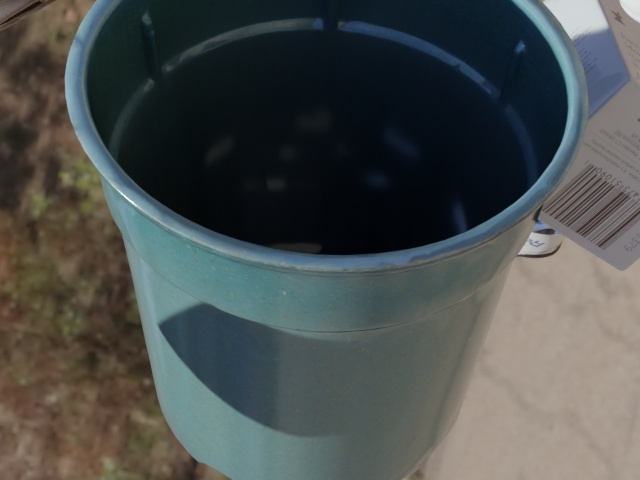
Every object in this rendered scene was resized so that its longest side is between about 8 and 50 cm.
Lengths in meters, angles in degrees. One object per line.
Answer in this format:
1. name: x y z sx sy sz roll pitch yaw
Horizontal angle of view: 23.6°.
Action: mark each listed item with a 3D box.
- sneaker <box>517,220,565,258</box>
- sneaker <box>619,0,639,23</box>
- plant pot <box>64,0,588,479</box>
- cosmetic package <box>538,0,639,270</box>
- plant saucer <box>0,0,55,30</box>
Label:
1. sneaker: 0.134 -0.069 1.589 0.127 0.315 0.182 -51 -12 -27
2. sneaker: 0.224 -0.173 0.891 0.212 0.094 0.080 10 78 67
3. plant pot: 0.000 0.000 1.121 0.334 0.341 0.341 93 -179 -48
4. cosmetic package: 0.243 -0.107 1.319 0.151 0.151 0.183 -45 32 28
5. plant saucer: -0.251 -0.277 1.515 0.311 0.050 0.310 -29 11 6
